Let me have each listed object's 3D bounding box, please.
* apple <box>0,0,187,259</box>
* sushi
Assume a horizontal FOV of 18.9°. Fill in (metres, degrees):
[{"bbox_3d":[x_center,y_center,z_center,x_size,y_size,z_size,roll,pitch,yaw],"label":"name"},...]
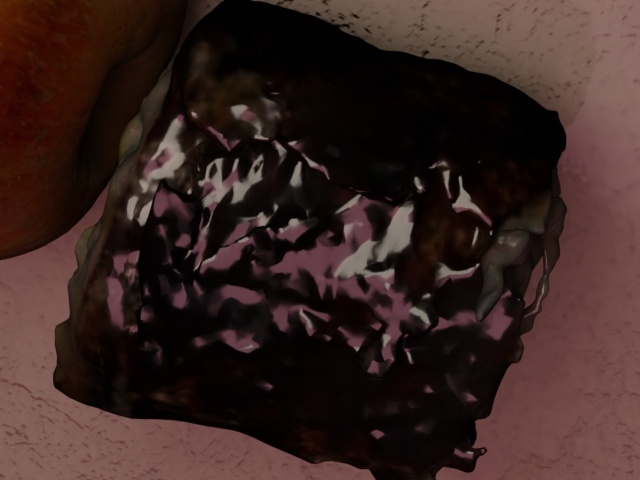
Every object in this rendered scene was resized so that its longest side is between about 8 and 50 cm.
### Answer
[{"bbox_3d":[-0.250,-0.134,1.280,0.301,0.301,0.302,4,112,10],"label":"apple"},{"bbox_3d":[0.002,0.000,1.286,0.294,0.281,0.299,21,128,3],"label":"sushi"}]
